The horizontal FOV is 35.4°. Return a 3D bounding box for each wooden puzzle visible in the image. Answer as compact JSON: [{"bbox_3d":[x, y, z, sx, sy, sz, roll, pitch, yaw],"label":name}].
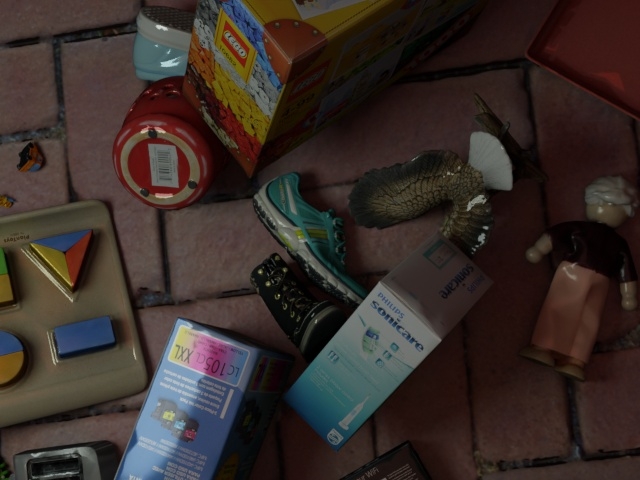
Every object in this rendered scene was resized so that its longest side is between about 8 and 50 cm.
[{"bbox_3d":[-0.480,0.121,1.686,0.322,0.080,0.348,-12,83,-16],"label":"wooden puzzle"}]

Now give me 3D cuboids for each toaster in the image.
[{"bbox_3d":[-0.417,0.427,1.674,0.185,0.110,0.168,-8,83,4],"label":"toaster"}]

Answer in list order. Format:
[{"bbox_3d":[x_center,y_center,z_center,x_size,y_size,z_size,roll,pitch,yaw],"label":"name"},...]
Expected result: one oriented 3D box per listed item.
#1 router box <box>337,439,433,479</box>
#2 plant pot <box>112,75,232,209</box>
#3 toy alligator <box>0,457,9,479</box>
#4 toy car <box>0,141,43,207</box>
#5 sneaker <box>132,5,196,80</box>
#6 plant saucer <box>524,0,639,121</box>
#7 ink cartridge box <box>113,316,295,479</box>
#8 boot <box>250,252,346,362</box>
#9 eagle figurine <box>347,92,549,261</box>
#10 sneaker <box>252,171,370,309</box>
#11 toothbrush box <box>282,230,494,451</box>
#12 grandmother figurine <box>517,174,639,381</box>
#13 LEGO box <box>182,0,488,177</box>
[{"bbox_3d":[0.073,0.508,1.631,0.309,0.081,0.243,-30,82,1],"label":"router box"},{"bbox_3d":[-0.247,-0.157,1.662,0.191,0.174,0.191,5,119,9],"label":"plant pot"},{"bbox_3d":[-0.546,0.434,1.718,0.051,0.056,0.190,-20,79,-38],"label":"toy alligator"},{"bbox_3d":[-0.539,-0.116,1.800,0.040,0.060,0.122,30,108,-34],"label":"toy car"},{"bbox_3d":[-0.151,-0.286,1.748,0.366,0.135,0.150,20,123,-1],"label":"sneaker"},{"bbox_3d":[0.520,-0.355,1.712,0.258,0.048,0.259,31,88,8],"label":"plant saucer"},{"bbox_3d":[-0.197,0.336,1.583,0.151,0.270,0.395,21,86,13],"label":"ink cartridge box"},{"bbox_3d":[-0.045,0.098,1.621,0.085,0.236,0.179,-34,76,-13],"label":"boot"},{"bbox_3d":[0.213,-0.057,1.627,0.298,0.226,0.225,-38,121,7],"label":"eagle figurine"},{"bbox_3d":[0.000,0.000,1.694,0.110,0.107,0.275,-37,81,-9],"label":"sneaker"},{"bbox_3d":[0.104,0.154,1.539,0.126,0.216,0.295,44,127,8],"label":"toothbrush box"},{"bbox_3d":[0.432,0.047,1.651,0.207,0.104,0.342,26,82,-19],"label":"grandmother figurine"},{"bbox_3d":[0.055,-0.363,1.516,0.500,0.372,0.193,-36,81,-22],"label":"LEGO box"}]
